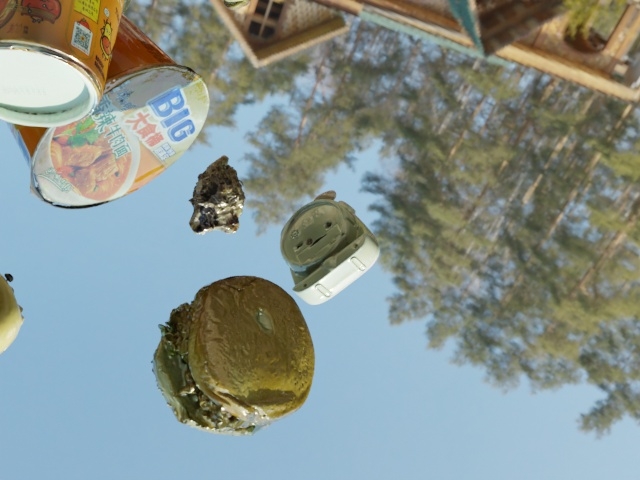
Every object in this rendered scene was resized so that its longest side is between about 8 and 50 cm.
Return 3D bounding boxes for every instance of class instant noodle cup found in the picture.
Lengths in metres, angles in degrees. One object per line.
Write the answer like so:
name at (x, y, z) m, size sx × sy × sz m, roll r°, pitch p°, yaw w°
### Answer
instant noodle cup at (-0.336, -0.249, 0.918) m, size 0.215 × 0.216 × 0.172 m, roll 9°, pitch -115°, yaw -23°
instant noodle cup at (-0.343, -0.219, 1.156) m, size 0.296 × 0.296 × 0.214 m, roll -17°, pitch -118°, yaw -48°

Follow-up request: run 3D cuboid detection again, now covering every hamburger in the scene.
hamburger at (-0.102, 0.149, 0.989) m, size 0.215 × 0.122 × 0.190 m, roll -12°, pitch -107°, yaw -49°

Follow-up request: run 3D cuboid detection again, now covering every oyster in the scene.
oyster at (-0.185, -0.084, 1.394) m, size 0.103 × 0.051 × 0.148 m, roll 0°, pitch -109°, yaw -12°

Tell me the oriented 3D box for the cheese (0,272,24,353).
cheese at (-0.618, 0.122, 1.204) m, size 0.315 × 0.128 × 0.260 m, roll -9°, pitch -105°, yaw -46°

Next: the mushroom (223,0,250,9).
mushroom at (-0.182, -0.493, 1.323) m, size 0.087 × 0.107 × 0.333 m, roll 2°, pitch 176°, yaw 7°

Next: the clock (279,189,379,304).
clock at (0.000, 0.000, 1.262) m, size 0.062 × 0.151 × 0.191 m, roll 42°, pitch -167°, yaw -43°
